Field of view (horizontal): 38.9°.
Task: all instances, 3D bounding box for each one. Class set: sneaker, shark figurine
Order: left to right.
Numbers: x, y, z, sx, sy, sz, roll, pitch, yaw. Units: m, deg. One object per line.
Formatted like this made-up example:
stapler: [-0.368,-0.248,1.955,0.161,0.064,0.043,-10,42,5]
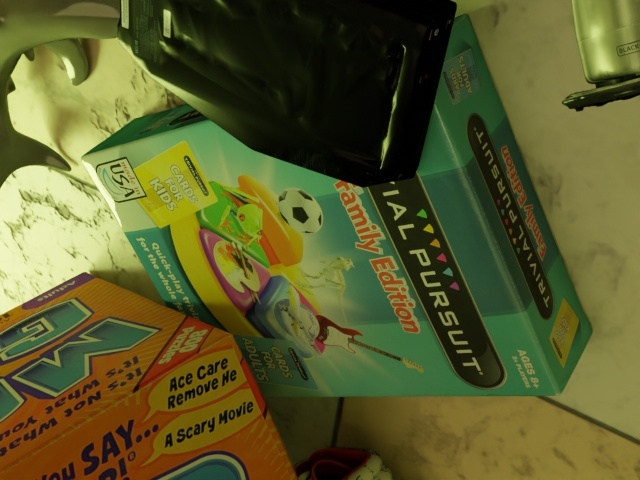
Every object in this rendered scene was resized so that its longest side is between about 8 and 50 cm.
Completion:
shark figurine: [-0.274,-0.147,0.762,0.166,0.116,0.278,46,135,-1]
sneaker: [0.001,0.288,0.919,0.270,0.090,0.145,-31,94,49]

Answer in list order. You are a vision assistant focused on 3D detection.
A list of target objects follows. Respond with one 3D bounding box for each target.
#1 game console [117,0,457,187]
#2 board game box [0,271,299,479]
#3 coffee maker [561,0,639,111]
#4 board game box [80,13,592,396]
game console: [-0.015,-0.200,0.477,0.213,0.044,0.361,27,134,19]
board game box: [-0.233,0.283,0.794,0.357,0.356,0.356,11,126,58]
coffee maker: [0.158,-0.160,0.422,0.120,0.171,0.178,-11,95,17]
board game box: [0.000,0.000,0.697,0.336,0.079,0.253,-9,117,40]
